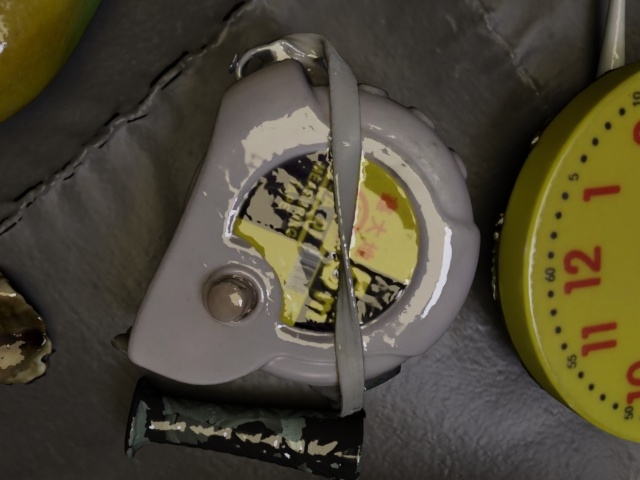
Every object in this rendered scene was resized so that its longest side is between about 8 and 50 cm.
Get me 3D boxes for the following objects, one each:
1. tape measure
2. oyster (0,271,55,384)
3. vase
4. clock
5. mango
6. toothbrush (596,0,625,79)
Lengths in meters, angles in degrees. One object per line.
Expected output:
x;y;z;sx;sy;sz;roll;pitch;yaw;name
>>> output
0.000;0.000;0.410;0.197;0.120;0.236;24;100;-1;tape measure
-0.323;0.025;0.411;0.294;0.094;0.166;16;88;-12;oyster
-0.054;0.139;0.457;0.166;0.059;0.059;9;97;-5;vase
0.266;0.010;0.435;0.293;0.071;0.277;-13;102;-10;clock
-0.214;-0.145;0.391;0.194;0.092;0.130;-33;97;-4;mango
0.205;-0.088;0.459;0.025;0.030;0.343;0;98;-4;toothbrush
